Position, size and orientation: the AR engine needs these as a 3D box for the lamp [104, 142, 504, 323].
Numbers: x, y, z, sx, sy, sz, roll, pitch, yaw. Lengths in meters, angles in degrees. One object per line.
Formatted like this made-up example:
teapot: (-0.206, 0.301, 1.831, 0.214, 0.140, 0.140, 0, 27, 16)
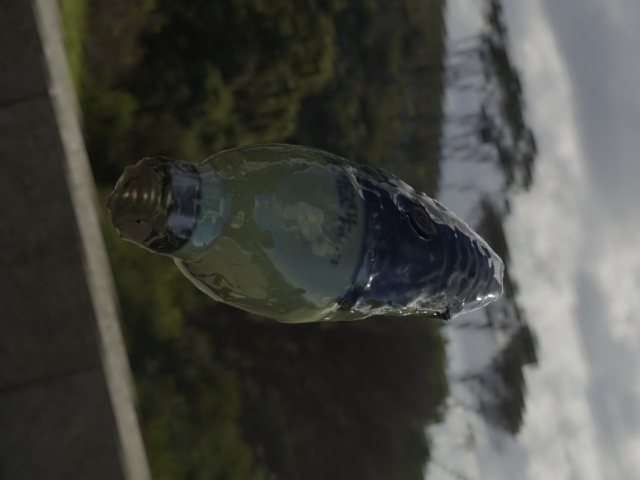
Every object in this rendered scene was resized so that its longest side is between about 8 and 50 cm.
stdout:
lamp: (0.000, 0.000, 1.026, 0.101, 0.250, 0.101, -21, -116, 49)
